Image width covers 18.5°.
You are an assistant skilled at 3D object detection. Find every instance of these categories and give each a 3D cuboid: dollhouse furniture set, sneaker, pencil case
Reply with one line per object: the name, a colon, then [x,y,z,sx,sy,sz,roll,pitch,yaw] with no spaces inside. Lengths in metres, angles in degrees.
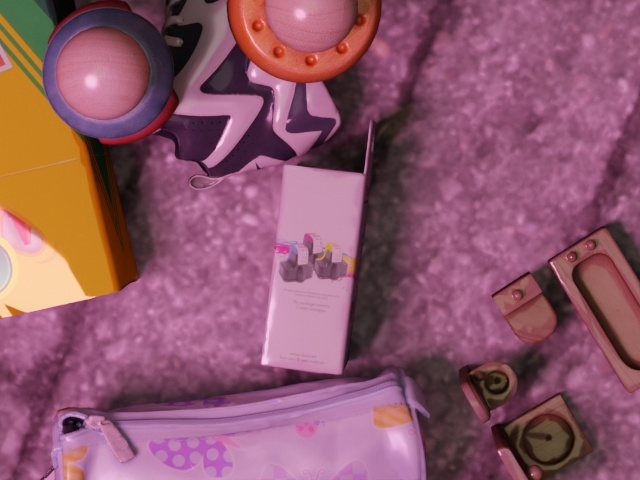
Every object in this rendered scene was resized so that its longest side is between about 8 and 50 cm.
dollhouse furniture set: [0.180,0.091,1.402,0.151,0.123,0.144,-32,91,4]
sneaker: [-0.106,-0.142,1.423,0.153,0.094,0.235,-32,100,-4]
pencil case: [-0.058,0.160,1.408,0.273,0.113,0.124,-6,115,-5]

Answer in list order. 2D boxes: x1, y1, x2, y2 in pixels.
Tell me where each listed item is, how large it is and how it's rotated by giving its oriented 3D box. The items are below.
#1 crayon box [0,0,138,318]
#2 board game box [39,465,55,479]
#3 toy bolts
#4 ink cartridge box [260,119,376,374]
crayon box: [-0.348,-0.078,1.434,0.363,0.106,0.313,-13,92,4]
board game box: [-0.194,0.252,1.480,0.126,0.026,0.186,43,94,1]
toy bolts: [-0.095,-0.168,1.296,0.228,0.158,0.218,-34,97,1]
ink cartridge box: [0.000,0.000,1.418,0.061,0.104,0.181,7,92,3]
